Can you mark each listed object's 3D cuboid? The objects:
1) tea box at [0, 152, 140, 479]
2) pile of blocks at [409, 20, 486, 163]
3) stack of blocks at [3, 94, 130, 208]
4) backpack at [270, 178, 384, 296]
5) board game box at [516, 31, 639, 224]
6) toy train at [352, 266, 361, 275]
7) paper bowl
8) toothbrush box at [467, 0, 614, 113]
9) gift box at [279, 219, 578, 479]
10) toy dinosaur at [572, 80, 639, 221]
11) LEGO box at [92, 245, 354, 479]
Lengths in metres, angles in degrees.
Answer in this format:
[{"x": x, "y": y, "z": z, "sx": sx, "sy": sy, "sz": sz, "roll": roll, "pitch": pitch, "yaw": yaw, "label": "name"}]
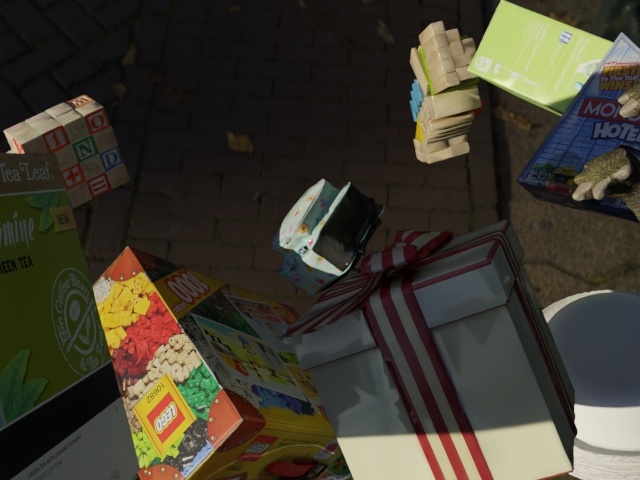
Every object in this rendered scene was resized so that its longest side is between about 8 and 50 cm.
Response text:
[{"x": -0.331, "y": 0.109, "z": 0.630, "sx": 0.220, "sy": 0.329, "sz": 0.323, "roll": -14, "pitch": 95, "yaw": 9, "label": "tea box"}, {"x": 0.234, "y": -0.268, "z": 1.468, "sx": 0.113, "sy": 0.362, "sz": 0.148, "roll": -15, "pitch": 68, "yaw": -6, "label": "pile of blocks"}, {"x": -0.534, "y": -0.134, "z": 1.564, "sx": 0.297, "sy": 0.171, "sz": 0.087, "roll": -32, "pitch": 42, "yaw": -24, "label": "stack of blocks"}, {"x": 0.000, "y": 0.000, "z": 1.411, "sx": 0.144, "sy": 0.188, "sz": 0.165, "roll": 30, "pitch": 54, "yaw": -4, "label": "backpack"}, {"x": 0.337, "y": -0.120, "z": 0.871, "sx": 0.194, "sy": 0.060, "sz": 0.194, "roll": 19, "pitch": 83, "yaw": 45, "label": "board game box"}, {"x": 0.128, "y": 0.094, "z": 1.548, "sx": 0.158, "sy": 0.027, "sz": 0.036, "roll": 26, "pitch": 77, "yaw": 13, "label": "toy train"}, {"x": 0.415, "y": 0.187, "z": 1.161, "sx": 0.284, "sy": 0.148, "sz": 0.284, "roll": -9, "pitch": 45, "yaw": 9, "label": "paper bowl"}, {"x": 0.400, "y": -0.238, "z": 1.243, "sx": 0.283, "sy": 0.206, "sz": 0.122, "roll": 35, "pitch": 107, "yaw": 31, "label": "toothbrush box"}, {"x": 0.108, "y": 0.126, "z": 0.894, "sx": 0.276, "sy": 0.255, "sz": 0.258, "roll": -20, "pitch": 94, "yaw": 15, "label": "gift box"}, {"x": 0.213, "y": -0.018, "z": 0.368, "sx": 0.160, "sy": 0.121, "sz": 0.313, "roll": 46, "pitch": 35, "yaw": -12, "label": "toy dinosaur"}, {"x": -0.142, "y": 0.253, "z": 1.409, "sx": 0.193, "sy": 0.500, "sz": 0.372, "roll": -47, "pitch": 58, "yaw": 10, "label": "LEGO box"}]
